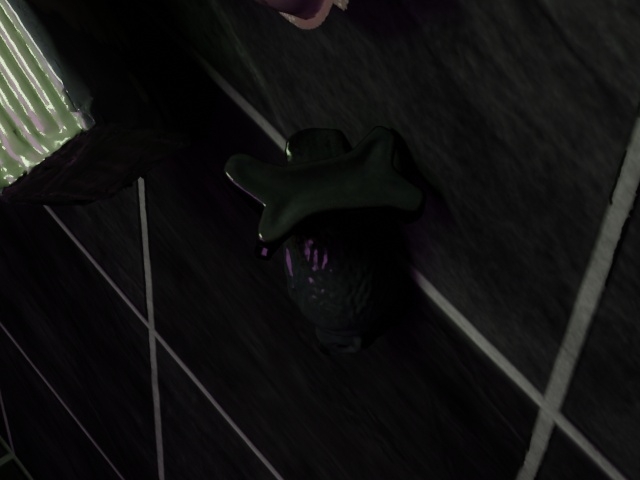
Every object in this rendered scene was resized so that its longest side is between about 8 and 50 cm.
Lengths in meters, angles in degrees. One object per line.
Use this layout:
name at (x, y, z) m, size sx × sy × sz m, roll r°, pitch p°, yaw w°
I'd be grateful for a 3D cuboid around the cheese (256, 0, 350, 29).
cheese at (-0.050, -0.233, 0.872) m, size 0.286 × 0.074 × 0.189 m, roll 53°, pitch 156°, yaw 44°

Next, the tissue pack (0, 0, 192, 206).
tissue pack at (-0.260, -0.196, 1.144) m, size 0.344 × 0.125 × 0.242 m, roll 57°, pitch -168°, yaw 6°

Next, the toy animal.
toy animal at (-0.001, 0.000, 1.029) m, size 0.210 × 0.121 × 0.117 m, roll 87°, pitch 163°, yaw -57°
